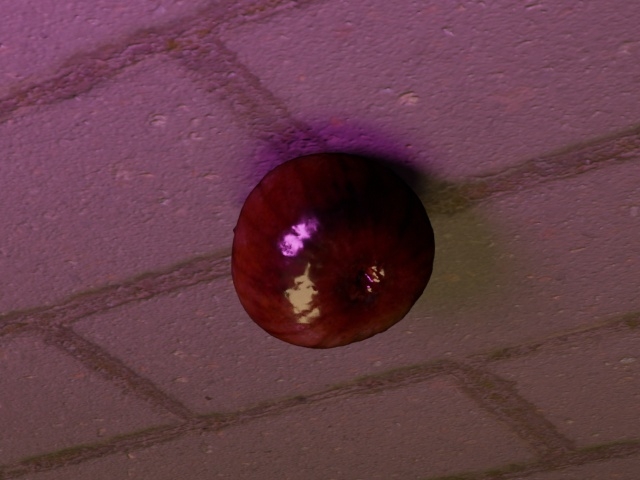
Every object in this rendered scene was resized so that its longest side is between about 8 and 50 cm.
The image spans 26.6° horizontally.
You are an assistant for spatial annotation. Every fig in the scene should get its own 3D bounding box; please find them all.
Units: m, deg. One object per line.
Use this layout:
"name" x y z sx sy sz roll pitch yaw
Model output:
"fig" 0.010 0.005 1.521 0.235 0.214 0.235 0 122 0
